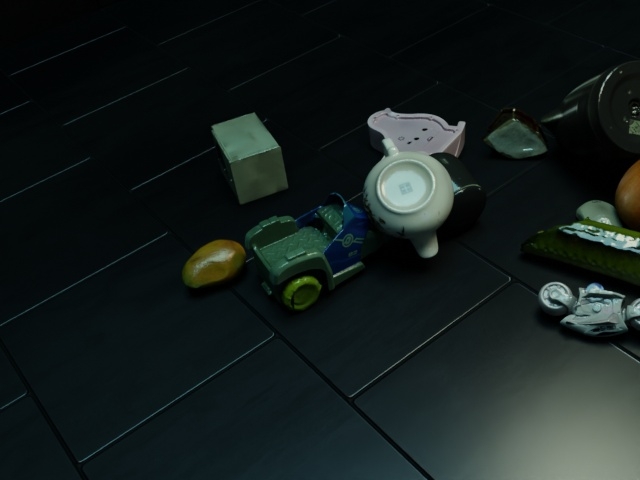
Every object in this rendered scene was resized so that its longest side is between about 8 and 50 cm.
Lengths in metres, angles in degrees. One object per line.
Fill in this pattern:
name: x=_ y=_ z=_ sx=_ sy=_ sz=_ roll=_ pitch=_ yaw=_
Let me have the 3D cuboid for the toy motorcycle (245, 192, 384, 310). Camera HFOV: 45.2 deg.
toy motorcycle: x=0.000 y=0.000 z=1.810 sx=0.326 sy=0.200 sz=0.191 roll=-26 pitch=43 yaw=-15

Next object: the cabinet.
cabinet: x=-0.205 y=-0.231 z=2.144 sx=0.150 sy=0.145 sz=0.206 roll=-21 pitch=42 yaw=-12

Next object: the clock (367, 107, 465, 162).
clock: x=0.225 y=-0.251 z=2.136 sx=0.275 sy=0.080 sz=0.290 roll=19 pitch=48 yaw=29

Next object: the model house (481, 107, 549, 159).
model house: x=0.548 y=-0.300 z=2.132 sx=0.165 sy=0.106 sz=0.152 roll=33 pitch=34 yaw=-6

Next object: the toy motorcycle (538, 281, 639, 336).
toy motorcycle: x=0.585 y=0.152 z=1.618 sx=0.254 sy=0.112 sz=0.112 roll=10 pitch=45 yaw=22

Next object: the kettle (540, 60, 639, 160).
kettle: x=0.760 y=-0.307 z=1.971 sx=0.321 sy=0.228 sz=0.324 roll=3 pitch=-2 yaw=-12

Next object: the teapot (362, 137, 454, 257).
teapot: x=0.203 y=-0.119 z=1.806 sx=0.208 sy=0.166 sz=0.299 roll=-23 pitch=57 yaw=15

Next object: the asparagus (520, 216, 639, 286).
asparagus: x=0.648 y=0.022 z=1.726 sx=0.382 sy=0.128 sz=0.108 roll=18 pitch=12 yaw=29

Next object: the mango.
mango: x=-0.261 y=0.058 z=1.878 sx=0.165 sy=0.089 sz=0.115 roll=-20 pitch=52 yaw=-7

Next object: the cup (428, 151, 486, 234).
cup: x=0.289 y=-0.100 z=1.904 sx=0.223 sy=0.169 sz=0.176 roll=-35 pitch=53 yaw=-6

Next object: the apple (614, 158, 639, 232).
apple: x=0.804 y=-0.112 z=1.791 sx=0.210 sy=0.173 sz=0.235 roll=17 pitch=42 yaw=15

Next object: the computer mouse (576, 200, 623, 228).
computer mouse: x=0.671 y=-0.044 z=1.840 sx=0.089 sy=0.056 sz=0.181 roll=-9 pitch=42 yaw=7
